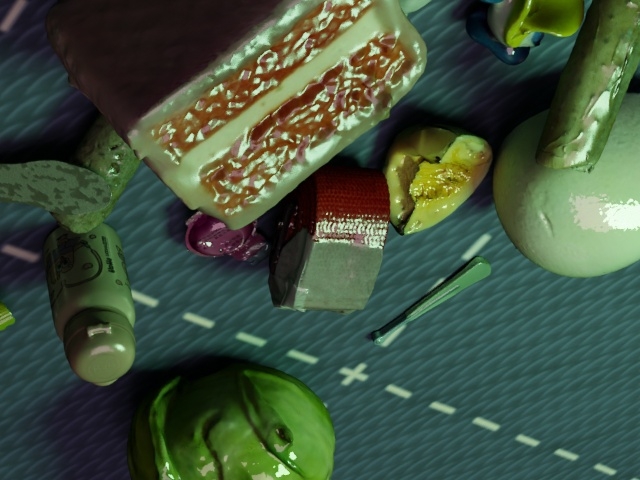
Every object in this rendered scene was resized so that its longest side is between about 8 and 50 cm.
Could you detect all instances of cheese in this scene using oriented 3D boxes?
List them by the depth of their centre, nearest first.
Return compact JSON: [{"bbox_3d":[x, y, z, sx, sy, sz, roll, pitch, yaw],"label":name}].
[{"bbox_3d":[-0.110,-0.006,1.880,0.095,0.038,0.145,-38,140,17],"label":"cheese"}]

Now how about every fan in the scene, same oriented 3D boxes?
[{"bbox_3d":[0.150,0.085,2.060,0.193,0.016,0.038,-36,134,14],"label":"fan"}]

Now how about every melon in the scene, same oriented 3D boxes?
[{"bbox_3d":[0.142,-0.090,1.867,0.128,0.079,0.160,-4,134,-39],"label":"melon"}]

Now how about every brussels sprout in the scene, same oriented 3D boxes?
[{"bbox_3d":[-0.113,0.285,2.020,0.259,0.227,0.294,-20,143,20],"label":"brussels sprout"}]

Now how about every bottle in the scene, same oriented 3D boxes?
[{"bbox_3d":[-0.268,0.080,1.787,0.097,0.209,0.110,-9,133,-9],"label":"bottle"}]

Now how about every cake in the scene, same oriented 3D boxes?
[{"bbox_3d":[-0.083,-0.196,1.502,0.309,0.230,0.237,-39,139,1],"label":"cake"}]

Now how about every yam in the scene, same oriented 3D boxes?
[{"bbox_3d":[0.334,-0.250,1.689,0.083,0.083,0.371,13,102,-28],"label":"yam"},{"bbox_3d":[-0.246,-0.091,1.735,0.078,0.078,0.179,19,120,-31],"label":"yam"}]

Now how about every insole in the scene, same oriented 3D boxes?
[{"bbox_3d":[-0.328,-0.063,1.721,0.193,0.006,0.065,4,114,12],"label":"insole"}]

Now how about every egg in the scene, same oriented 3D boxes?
[{"bbox_3d":[0.316,-0.082,1.828,0.271,0.206,0.162,-35,137,17],"label":"egg"}]

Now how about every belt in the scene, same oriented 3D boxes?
[{"bbox_3d":[0.000,0.000,1.857,0.124,0.128,0.201,4,122,-20],"label":"belt"}]

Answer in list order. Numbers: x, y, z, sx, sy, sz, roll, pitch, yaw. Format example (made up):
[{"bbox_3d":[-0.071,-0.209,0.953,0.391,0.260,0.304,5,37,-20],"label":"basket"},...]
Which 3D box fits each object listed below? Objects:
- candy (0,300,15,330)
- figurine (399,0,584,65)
[{"bbox_3d":[-0.466,0.050,1.795,0.149,0.069,0.246,-20,133,3],"label":"candy"},{"bbox_3d":[0.185,-0.316,1.644,0.283,0.204,0.338,-32,145,2],"label":"figurine"}]
